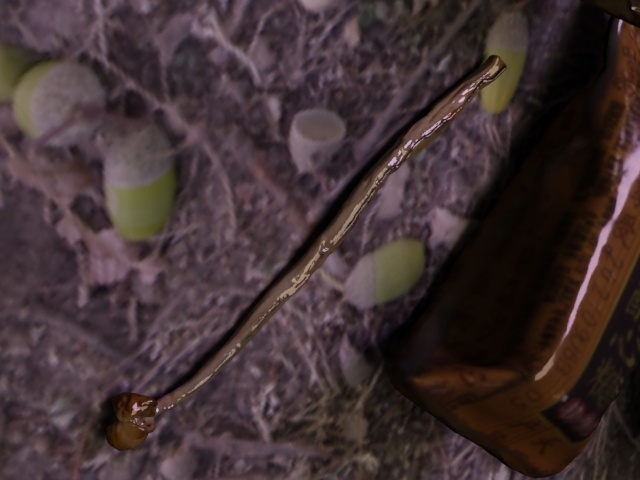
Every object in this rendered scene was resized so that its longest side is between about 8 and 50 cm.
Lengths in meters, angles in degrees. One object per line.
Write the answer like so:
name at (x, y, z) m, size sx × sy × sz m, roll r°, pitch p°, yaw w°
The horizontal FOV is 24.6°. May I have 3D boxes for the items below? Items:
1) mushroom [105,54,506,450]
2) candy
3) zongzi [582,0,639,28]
mushroom at (-0.001, 0.001, 0.732) m, size 0.026 × 0.028 × 0.286 m, roll 46°, pitch 70°, yaw 2°
candy at (0.148, -0.001, 0.809) m, size 0.143 × 0.101 × 0.271 m, roll 42°, pitch 73°, yaw -37°
zongzi at (0.241, -0.244, 0.759) m, size 0.300 × 0.145 × 0.273 m, roll -8°, pitch 117°, yaw -46°
